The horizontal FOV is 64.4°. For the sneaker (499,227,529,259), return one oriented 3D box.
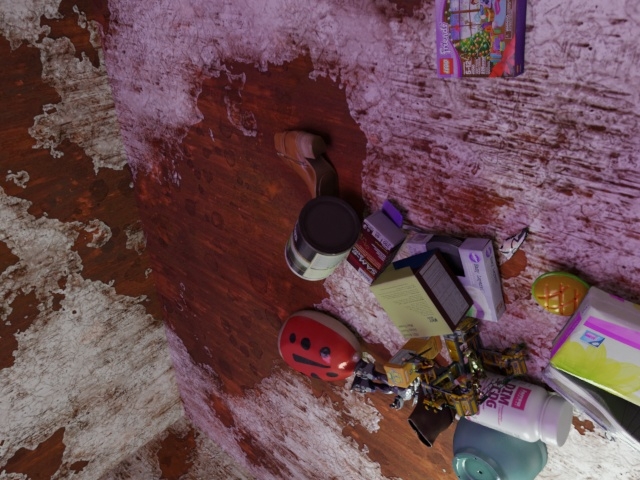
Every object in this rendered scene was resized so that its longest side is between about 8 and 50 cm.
[{"bbox_3d":[0.514,0.004,1.358,0.043,0.040,0.109,43,137,21],"label":"sneaker"}]

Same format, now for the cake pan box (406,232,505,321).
[{"bbox_3d":[0.396,0.100,1.491,0.245,0.070,0.267,7,128,41],"label":"cake pan box"}]

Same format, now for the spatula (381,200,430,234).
[{"bbox_3d":[0.302,-0.024,1.563,0.296,0.030,0.084,35,148,21],"label":"spatula"}]

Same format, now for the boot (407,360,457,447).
[{"bbox_3d":[0.358,0.536,1.719,0.249,0.206,0.090,57,140,2],"label":"boot"}]

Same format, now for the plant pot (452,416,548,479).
[{"bbox_3d":[0.546,0.694,1.634,0.293,0.196,0.293,24,129,34],"label":"plant pot"}]

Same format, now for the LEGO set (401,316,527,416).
[{"bbox_3d":[0.419,0.334,1.477,0.255,0.331,0.192,7,119,67],"label":"LEGO set"}]

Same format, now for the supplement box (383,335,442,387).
[{"bbox_3d":[0.304,0.379,1.656,0.080,0.233,0.078,0,114,46],"label":"supplement box"}]

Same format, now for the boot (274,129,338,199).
[{"bbox_3d":[-0.060,-0.244,1.752,0.220,0.109,0.284,20,138,46],"label":"boot"}]

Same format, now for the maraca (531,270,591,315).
[{"bbox_3d":[0.630,0.143,1.286,0.185,0.099,0.127,26,134,9],"label":"maraca"}]

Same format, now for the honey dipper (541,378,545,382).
[{"bbox_3d":[0.707,0.420,1.429,0.160,0.030,0.031,21,128,33],"label":"honey dipper"}]

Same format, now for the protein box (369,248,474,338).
[{"bbox_3d":[0.292,0.160,1.483,0.201,0.136,0.199,55,144,-9],"label":"protein box"}]

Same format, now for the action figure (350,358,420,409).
[{"bbox_3d":[0.259,0.540,1.879,0.284,0.099,0.186,12,120,20],"label":"action figure"}]

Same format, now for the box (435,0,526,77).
[{"bbox_3d":[0.364,-0.527,1.168,0.200,0.057,0.294,15,124,41],"label":"box"}]

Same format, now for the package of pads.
[{"bbox_3d":[0.728,0.267,1.201,0.296,0.101,0.229,24,132,14],"label":"package of pads"}]

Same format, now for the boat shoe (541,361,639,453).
[{"bbox_3d":[0.739,0.435,1.344,0.320,0.118,0.103,40,143,27],"label":"boat shoe"}]

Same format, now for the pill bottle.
[{"bbox_3d":[0.576,0.494,1.506,0.283,0.160,0.161,7,118,43],"label":"pill bottle"}]

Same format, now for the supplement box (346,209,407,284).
[{"bbox_3d":[0.178,0.026,1.668,0.130,0.073,0.239,45,147,19],"label":"supplement box"}]

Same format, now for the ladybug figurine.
[{"bbox_3d":[-0.019,0.445,2.087,0.449,0.161,0.305,-2,112,46],"label":"ladybug figurine"}]

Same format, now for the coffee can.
[{"bbox_3d":[0.000,0.000,1.707,0.202,0.201,0.275,51,156,9],"label":"coffee can"}]
